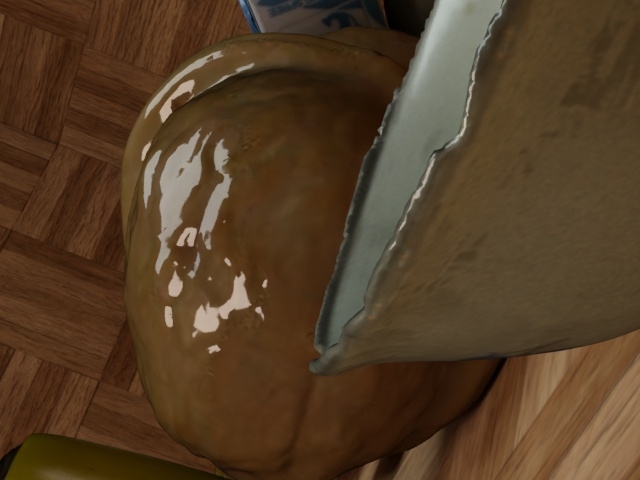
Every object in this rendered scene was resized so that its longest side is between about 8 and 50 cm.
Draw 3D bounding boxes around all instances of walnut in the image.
[{"bbox_3d":[0.000,0.000,0.999,0.296,0.285,0.285,-36,-26,-53],"label":"walnut"}]

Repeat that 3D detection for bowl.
[{"bbox_3d":[0.117,-0.075,0.525,0.313,0.146,0.313,-157,90,-86],"label":"bowl"}]

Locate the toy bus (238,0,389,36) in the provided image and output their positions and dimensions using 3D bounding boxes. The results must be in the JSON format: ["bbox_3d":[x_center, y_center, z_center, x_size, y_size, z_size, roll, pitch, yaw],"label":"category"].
[{"bbox_3d":[0.021,-0.107,1.205,0.131,0.106,0.297,-115,1,-58],"label":"toy bus"}]

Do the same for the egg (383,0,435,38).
[{"bbox_3d":[0.120,-0.196,1.197,0.209,0.151,0.151,113,178,-72],"label":"egg"}]

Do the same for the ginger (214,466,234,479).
[{"bbox_3d":[-0.083,0.292,1.529,0.348,0.122,0.363,-162,78,-79],"label":"ginger"}]

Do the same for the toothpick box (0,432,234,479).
[{"bbox_3d":[-0.095,0.227,0.985,0.175,0.271,0.175,-159,90,-87],"label":"toothpick box"}]
